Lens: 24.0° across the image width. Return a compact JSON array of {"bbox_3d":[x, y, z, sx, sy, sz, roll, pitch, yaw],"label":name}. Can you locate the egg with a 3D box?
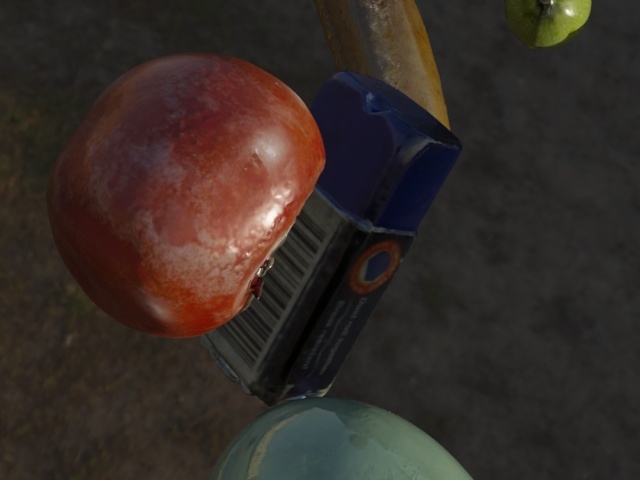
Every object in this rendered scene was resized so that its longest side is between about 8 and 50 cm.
[{"bbox_3d":[0.040,0.317,1.262,0.276,0.276,0.388,-24,94,-45],"label":"egg"}]

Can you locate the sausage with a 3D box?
[{"bbox_3d":[0.059,-0.281,1.875,0.123,0.136,0.500,-19,75,7],"label":"sausage"}]

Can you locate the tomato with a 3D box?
[{"bbox_3d":[-0.087,-0.029,0.935,0.151,0.187,0.187,28,37,2],"label":"tomato"}]

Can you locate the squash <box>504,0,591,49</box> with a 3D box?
[{"bbox_3d":[0.296,-0.306,1.957,0.123,0.123,0.186,27,12,0],"label":"squash"}]

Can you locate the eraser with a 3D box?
[{"bbox_3d":[0.000,0.000,1.517,0.102,0.332,0.155,7,29,-47],"label":"eraser"}]
